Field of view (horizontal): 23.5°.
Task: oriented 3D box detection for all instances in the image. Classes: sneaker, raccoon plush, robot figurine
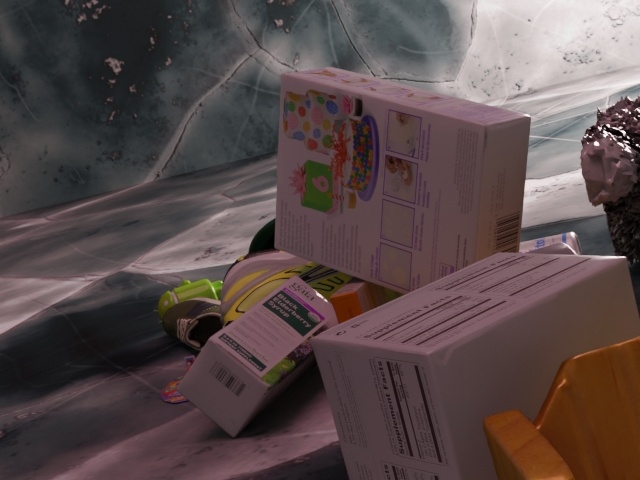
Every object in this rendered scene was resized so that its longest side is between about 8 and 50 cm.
[{"bbox_3d":[0.049,0.078,2.062,0.385,0.145,0.147,-14,32,15],"label":"sneaker"},{"bbox_3d":[-0.174,0.123,2.218,0.192,0.064,0.086,-2,13,38],"label":"sneaker"},{"bbox_3d":[0.506,-0.075,1.934,0.299,0.216,0.446,-7,11,17],"label":"raccoon plush"},{"bbox_3d":[-0.197,0.100,2.354,0.115,0.067,0.101,-18,24,-11],"label":"robot figurine"}]

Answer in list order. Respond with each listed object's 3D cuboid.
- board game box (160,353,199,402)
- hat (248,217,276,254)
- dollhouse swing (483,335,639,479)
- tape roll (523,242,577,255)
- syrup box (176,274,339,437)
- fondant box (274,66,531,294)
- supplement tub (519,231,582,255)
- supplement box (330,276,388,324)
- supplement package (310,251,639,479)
[{"bbox_3d":[-0.136,0.169,2.041,0.169,0.033,0.133,-13,12,12],"label":"board game box"},{"bbox_3d":[0.000,0.000,2.234,0.208,0.173,0.183,-52,6,37],"label":"hat"},{"bbox_3d":[0.315,0.176,0.875,0.347,0.315,0.305,-16,-8,-5],"label":"dollhouse swing"},{"bbox_3d":[0.216,0.115,1.389,0.072,0.219,0.219,-16,12,-4],"label":"tape roll"},{"bbox_3d":[-0.066,0.136,1.876,0.096,0.093,0.237,-56,-11,30],"label":"syrup box"},{"bbox_3d":[0.093,-0.068,1.902,0.330,0.238,0.096,18,24,38],"label":"fondant box"},{"bbox_3d":[0.293,0.032,2.040,0.107,0.071,0.071,-13,12,14],"label":"supplement tub"},{"bbox_3d":[0.051,0.082,1.933,0.036,0.062,0.098,-14,9,24],"label":"supplement box"},{"bbox_3d":[0.141,0.163,1.158,0.204,0.261,0.145,-23,15,-33],"label":"supplement package"}]
